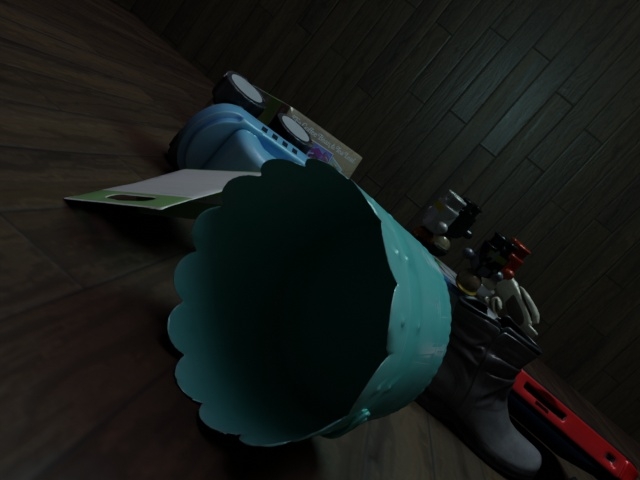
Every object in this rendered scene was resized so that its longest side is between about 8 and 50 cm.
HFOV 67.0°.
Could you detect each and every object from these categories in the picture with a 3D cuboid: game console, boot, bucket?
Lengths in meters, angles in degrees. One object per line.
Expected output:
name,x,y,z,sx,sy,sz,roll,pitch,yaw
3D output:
game console,0.473,0.389,1.100,0.386,0.060,0.342,41,-12,7
boot,0.334,0.275,0.895,0.338,0.222,0.118,38,11,-8
bucket,-0.006,0.071,0.519,0.183,0.281,0.281,27,18,-52

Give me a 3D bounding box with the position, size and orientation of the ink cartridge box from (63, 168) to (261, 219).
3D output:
ink cartridge box,-0.201,-0.056,0.687,0.171,0.056,0.235,7,22,25

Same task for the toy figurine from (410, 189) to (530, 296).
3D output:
toy figurine,0.299,0.014,0.999,0.213,0.148,0.209,47,21,24

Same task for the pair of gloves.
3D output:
pair of gloves,0.419,0.167,1.109,0.240,0.042,0.204,97,-17,-56

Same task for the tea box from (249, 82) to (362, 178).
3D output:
tea box,-0.116,-0.281,1.453,0.329,0.220,0.323,25,11,-45

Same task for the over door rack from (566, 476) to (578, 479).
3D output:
over door rack,0.637,0.601,0.917,0.324,0.108,0.239,35,12,-20

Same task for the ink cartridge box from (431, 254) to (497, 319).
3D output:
ink cartridge box,0.245,0.166,1.078,0.198,0.197,0.270,38,12,-10

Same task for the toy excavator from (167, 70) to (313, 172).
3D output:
toy excavator,-0.091,-0.067,0.995,0.433,0.222,0.445,32,28,-35
